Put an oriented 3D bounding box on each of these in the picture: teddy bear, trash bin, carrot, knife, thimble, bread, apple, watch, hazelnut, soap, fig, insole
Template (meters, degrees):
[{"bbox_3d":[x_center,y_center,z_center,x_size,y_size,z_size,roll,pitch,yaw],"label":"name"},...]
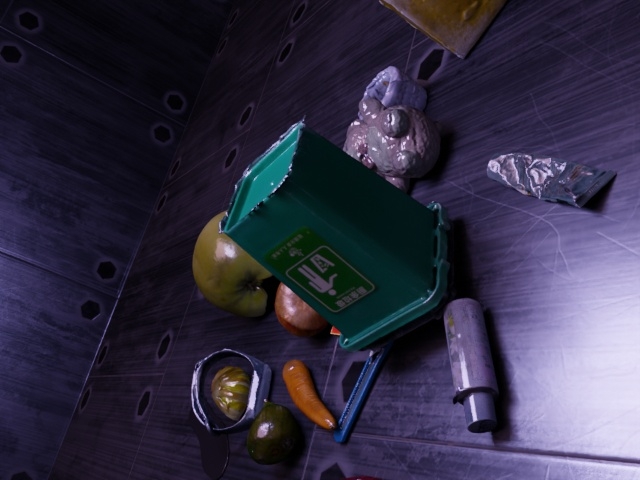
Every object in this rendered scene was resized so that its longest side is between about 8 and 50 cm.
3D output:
[{"bbox_3d":[0.141,-0.200,1.431,0.267,0.151,0.235,-10,96,52],"label":"teddy bear"},{"bbox_3d":[0.044,-0.020,1.172,0.259,0.381,0.295,-35,28,35],"label":"trash bin"},{"bbox_3d":[-0.025,0.331,1.357,0.066,0.062,0.271,-36,29,-1],"label":"carrot"},{"bbox_3d":[0.095,0.252,1.250,0.044,0.026,0.296,20,83,51],"label":"knife"},{"bbox_3d":[0.168,-0.323,1.541,0.127,0.118,0.151,-1,65,58],"label":"thimble"},{"bbox_3d":[-0.219,0.378,1.649,0.094,0.083,0.157,-31,38,28],"label":"bread"},{"bbox_3d":[-0.223,0.050,1.769,0.295,0.234,0.257,-56,25,15],"label":"apple"},{"bbox_3d":[-0.221,0.367,1.565,0.193,0.068,0.206,-1,62,17],"label":"watch"},{"bbox_3d":[-0.038,0.142,1.471,0.150,0.150,0.150,-42,34,36],"label":"hazelnut"},{"bbox_3d":[0.286,-0.613,1.405,0.335,0.294,0.156,-53,31,16],"label":"soap"},{"bbox_3d":[-0.099,0.396,1.393,0.117,0.117,0.177,-56,11,13],"label":"fig"},{"bbox_3d":[-0.299,0.515,1.734,0.119,0.009,0.348,-61,27,1],"label":"insole"}]

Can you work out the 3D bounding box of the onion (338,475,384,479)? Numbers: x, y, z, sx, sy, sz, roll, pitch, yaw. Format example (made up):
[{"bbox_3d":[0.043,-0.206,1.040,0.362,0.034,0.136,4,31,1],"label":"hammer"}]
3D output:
[{"bbox_3d":[0.064,0.469,0.963,0.248,0.161,0.248,-27,50,38],"label":"onion"}]

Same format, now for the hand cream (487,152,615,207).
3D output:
[{"bbox_3d":[0.359,-0.108,1.076,0.075,0.052,0.248,-63,27,2],"label":"hand cream"}]

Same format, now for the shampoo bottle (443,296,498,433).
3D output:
[{"bbox_3d":[0.234,0.191,1.013,0.072,0.072,0.214,-41,34,37],"label":"shampoo bottle"}]

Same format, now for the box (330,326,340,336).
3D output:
[{"bbox_3d":[0.077,0.164,1.366,0.133,0.023,0.090,-1,63,60],"label":"box"}]
